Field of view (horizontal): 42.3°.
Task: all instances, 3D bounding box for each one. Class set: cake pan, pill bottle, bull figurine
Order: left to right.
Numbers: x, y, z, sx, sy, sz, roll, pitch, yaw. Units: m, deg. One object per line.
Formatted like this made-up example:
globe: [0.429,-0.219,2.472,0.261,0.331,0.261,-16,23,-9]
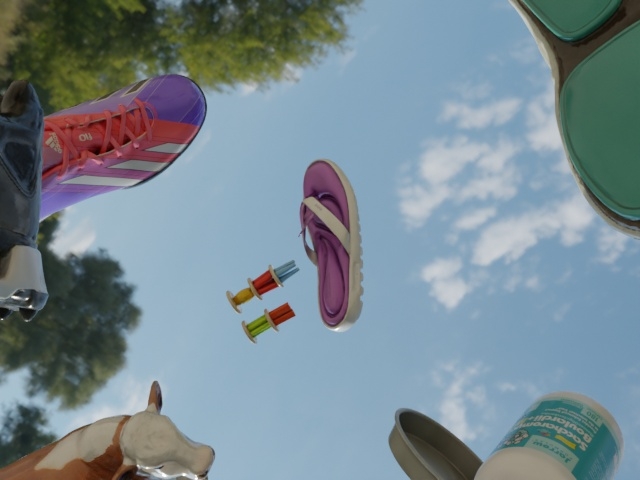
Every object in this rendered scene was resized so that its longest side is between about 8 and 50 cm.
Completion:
bull figurine: [-0.218,0.244,0.782,0.310,0.188,0.101,-22,-135,14]
cake pan: [0.252,0.460,1.675,0.054,0.293,0.293,-52,-151,12]
pill bottle: [0.291,0.311,1.073,0.146,0.146,0.264,-22,-177,37]

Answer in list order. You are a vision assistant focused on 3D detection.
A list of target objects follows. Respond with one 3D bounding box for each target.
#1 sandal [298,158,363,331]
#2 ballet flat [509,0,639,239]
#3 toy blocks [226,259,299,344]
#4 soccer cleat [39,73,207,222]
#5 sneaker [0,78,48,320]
sandal: [0.009,-0.008,1.803,0.169,0.102,0.416,-39,-128,42]
ballet flat: [0.262,-0.143,0.697,0.139,0.139,0.400,-33,-139,24]
toy blocks: [-0.093,0.114,1.606,0.148,0.054,0.123,-31,-107,5]
soccer cleat: [-0.258,-0.098,0.888,0.318,0.109,0.116,-29,176,-19]
sneaker: [-0.175,-0.044,0.245,0.078,0.234,0.106,2,-102,33]
